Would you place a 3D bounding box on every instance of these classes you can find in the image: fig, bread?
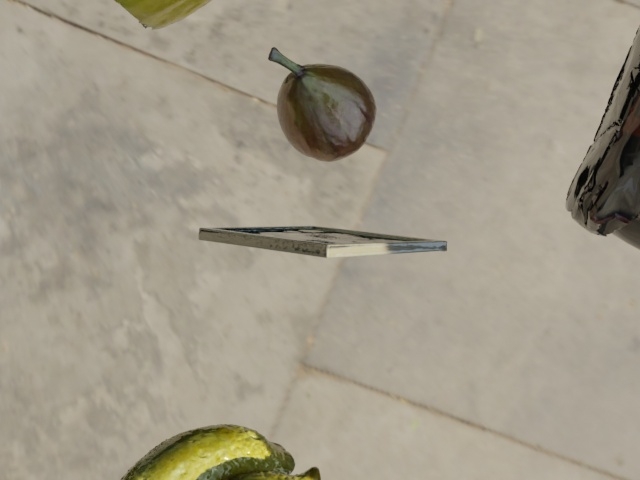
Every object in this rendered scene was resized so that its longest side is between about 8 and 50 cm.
[{"bbox_3d":[-0.005,-0.125,1.446,0.089,0.089,0.125,-44,147,-2],"label":"fig"},{"bbox_3d":[-0.088,0.194,1.164,0.187,0.149,0.065,-27,126,-18],"label":"bread"}]

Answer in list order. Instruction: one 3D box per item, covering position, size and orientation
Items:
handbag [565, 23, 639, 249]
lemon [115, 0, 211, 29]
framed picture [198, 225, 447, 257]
[{"bbox_3d":[0.268,-0.077,1.036,0.169,0.155,0.215,22,96,-3],"label":"handbag"},{"bbox_3d":[-0.166,-0.420,1.682,0.364,0.364,0.364,-2,101,-12],"label":"lemon"},{"bbox_3d":[0.000,0.000,1.174,0.109,0.149,0.011,-1,96,-40],"label":"framed picture"}]
